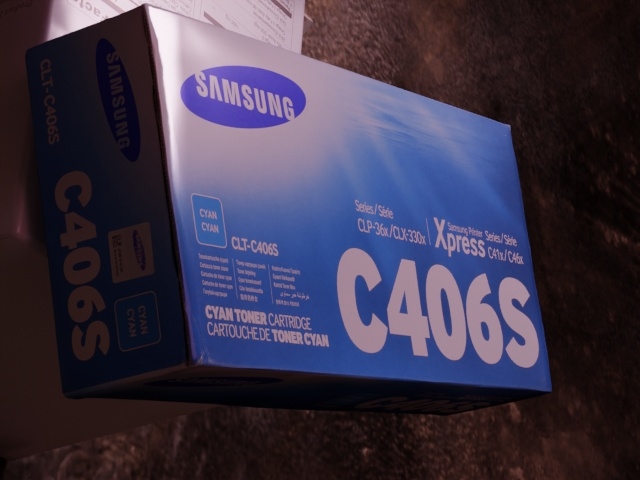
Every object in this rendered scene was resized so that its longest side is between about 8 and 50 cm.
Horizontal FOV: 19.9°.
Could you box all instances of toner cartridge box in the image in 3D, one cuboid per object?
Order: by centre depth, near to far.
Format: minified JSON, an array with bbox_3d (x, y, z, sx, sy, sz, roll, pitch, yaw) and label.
[{"bbox_3d":[0.000,0.000,0.929,0.348,0.075,0.165,10,68,-57],"label":"toner cartridge box"}]

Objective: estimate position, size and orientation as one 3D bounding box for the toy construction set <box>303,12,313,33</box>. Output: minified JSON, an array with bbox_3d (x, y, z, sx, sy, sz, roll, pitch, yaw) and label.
[{"bbox_3d":[-0.026,-0.223,1.176,0.237,0.309,0.257,37,73,-55],"label":"toy construction set"}]

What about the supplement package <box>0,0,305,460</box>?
[{"bbox_3d":[-0.149,-0.051,0.982,0.198,0.199,0.262,36,48,-44],"label":"supplement package"}]
